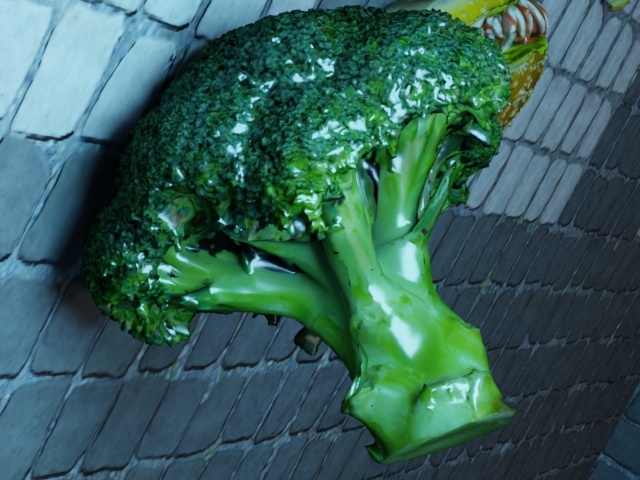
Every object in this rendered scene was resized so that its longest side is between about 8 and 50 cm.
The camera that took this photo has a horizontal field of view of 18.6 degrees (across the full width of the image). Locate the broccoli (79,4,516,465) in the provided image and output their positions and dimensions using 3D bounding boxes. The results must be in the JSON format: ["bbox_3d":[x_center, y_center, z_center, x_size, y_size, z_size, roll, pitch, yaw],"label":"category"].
[{"bbox_3d":[0.000,0.000,1.200,0.297,0.297,0.297,-20,164,-6],"label":"broccoli"}]

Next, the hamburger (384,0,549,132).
[{"bbox_3d":[0.093,-0.118,1.502,0.210,0.116,0.173,-34,151,-53],"label":"hamburger"}]

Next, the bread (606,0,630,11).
[{"bbox_3d":[0.337,-0.273,1.965,0.109,0.080,0.084,-63,159,2],"label":"bread"}]
